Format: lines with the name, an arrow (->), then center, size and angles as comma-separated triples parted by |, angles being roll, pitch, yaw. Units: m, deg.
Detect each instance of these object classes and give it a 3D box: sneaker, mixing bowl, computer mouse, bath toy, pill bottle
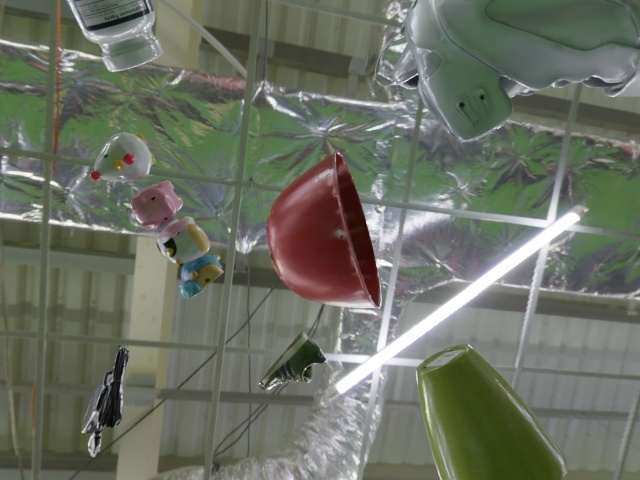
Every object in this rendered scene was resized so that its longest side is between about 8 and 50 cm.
sneaker -> -0.060, 0.289, 0.998 | 0.086, 0.064, 0.192 | 39, -62, 3
sneaker -> 0.232, -0.159, 0.414 | 0.365, 0.137, 0.210 | 34, -70, 9
mixing bowl -> 0.000, 0.000, 0.517 | 0.098, 0.181, 0.182 | -15, -78, 13
computer mouse -> -0.431, 0.354, 0.917 | 0.060, 0.184, 0.262 | 20, -54, -26
bath toy -> -0.335, -0.052, 0.929 | 0.129, 0.151, 0.349 | -50, -61, -42
pill bottle -> -0.426, -0.489, 0.900 | 0.153, 0.153, 0.265 | -18, -54, -5

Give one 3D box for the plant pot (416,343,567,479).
plant pot -> 0.344, 0.398, 1.022 | 0.274, 0.275, 0.294 | -27, -97, -3
